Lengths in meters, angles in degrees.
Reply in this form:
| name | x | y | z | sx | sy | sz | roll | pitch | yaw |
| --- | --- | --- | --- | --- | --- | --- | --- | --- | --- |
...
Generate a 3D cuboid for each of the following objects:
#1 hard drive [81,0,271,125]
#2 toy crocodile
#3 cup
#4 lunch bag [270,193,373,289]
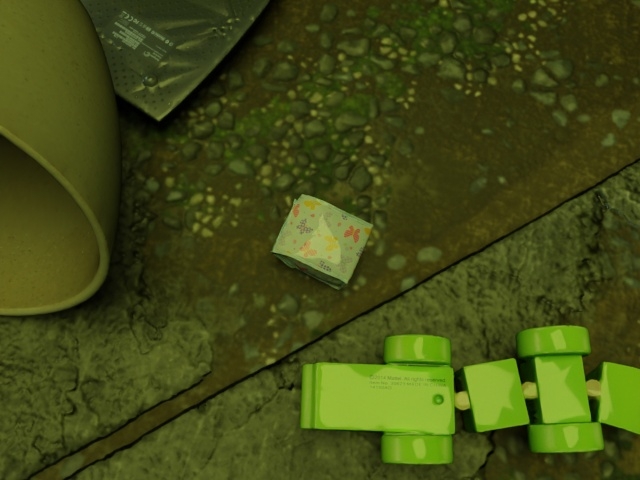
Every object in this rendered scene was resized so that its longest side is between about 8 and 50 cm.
| name | x | y | z | sx | sy | sz | roll | pitch | yaw |
| --- | --- | --- | --- | --- | --- | --- | --- | --- | --- |
| hard drive | -0.161 | -0.254 | 0.776 | 0.172 | 0.054 | 0.255 | 33 | 72 | 5 |
| toy crocodile | 0.150 | 0.148 | 0.661 | 0.340 | 0.105 | 0.115 | -3 | 73 | -1 |
| cup | -0.313 | -0.119 | 0.605 | 0.331 | 0.331 | 0.237 | 10 | 56 | -2 |
| lunch bag | 0.000 | 0.000 | 0.712 | 0.083 | 0.053 | 0.071 | 25 | 74 | -7 |
